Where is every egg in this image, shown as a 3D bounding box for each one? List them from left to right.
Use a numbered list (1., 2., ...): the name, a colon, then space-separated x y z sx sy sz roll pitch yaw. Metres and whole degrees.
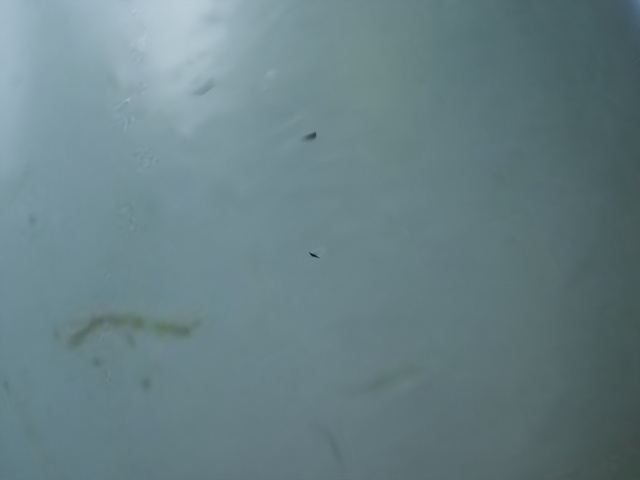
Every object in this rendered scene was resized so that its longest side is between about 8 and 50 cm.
1. egg: 0.000 0.000 0.396 0.183 0.264 0.183 -9 -2 0
